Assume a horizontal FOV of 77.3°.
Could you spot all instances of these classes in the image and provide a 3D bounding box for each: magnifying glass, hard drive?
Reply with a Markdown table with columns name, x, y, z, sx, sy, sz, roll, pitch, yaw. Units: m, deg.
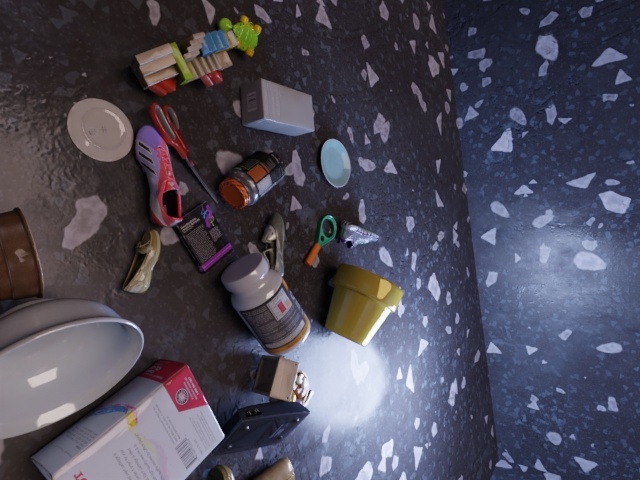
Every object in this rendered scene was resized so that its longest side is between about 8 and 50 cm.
| name | x | y | z | sx | sy | sz | roll | pitch | yaw |
| --- | --- | --- | --- | --- | --- | --- | --- | --- | --- |
| magnifying glass | 0.000 | 0.000 | 1.461 | 0.092 | 0.026 | 0.230 | 55 | 49 | -32 |
| hard drive | -0.165 | 0.519 | 1.120 | 0.255 | 0.054 | 0.172 | 19 | 117 | -47 |

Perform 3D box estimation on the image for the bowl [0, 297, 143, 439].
| name | x | y | z | sx | sy | sz | roll | pitch | yaw |
| --- | --- | --- | --- | --- | --- | --- | --- | --- | --- |
| bowl | -0.491 | 0.199 | 0.713 | 0.298 | 0.134 | 0.297 | -35 | 153 | -21 |

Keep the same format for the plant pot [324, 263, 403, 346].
| name | x | y | z | sx | sy | sz | roll | pitch | yaw |
| --- | --- | --- | --- | --- | --- | --- | --- | --- | --- |
| plant pot | 0.137 | 0.243 | 1.452 | 0.254 | 0.254 | 0.238 | 37 | 73 | -43 |

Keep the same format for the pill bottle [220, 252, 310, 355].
| name | x | y | z | sx | sy | sz | roll | pitch | yaw |
| --- | --- | --- | --- | --- | --- | --- | --- | --- | --- |
| pill bottle | -0.155 | 0.182 | 1.148 | 0.162 | 0.162 | 0.278 | -52 | 125 | -40 |

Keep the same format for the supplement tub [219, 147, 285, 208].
| name | x | y | z | sx | sy | sz | roll | pitch | yaw |
| --- | --- | --- | --- | --- | --- | --- | --- | --- | --- |
| supplement tub | -0.198 | -0.178 | 1.162 | 0.190 | 0.117 | 0.116 | -49 | 123 | -40 |

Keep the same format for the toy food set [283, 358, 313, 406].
| name | x | y | z | sx | sy | sz | roll | pitch | yaw |
| --- | --- | --- | --- | --- | --- | --- | --- | --- | --- |
| toy food set | -0.076 | 0.493 | 1.312 | 0.132 | 0.039 | 0.192 | -54 | 127 | -38 |

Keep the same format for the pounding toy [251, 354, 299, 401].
| name | x | y | z | sx | sy | sz | roll | pitch | yaw |
| --- | --- | --- | --- | --- | --- | --- | --- | --- | --- |
| pounding toy | -0.128 | 0.401 | 1.198 | 0.100 | 0.141 | 0.130 | 28 | 65 | -29 |

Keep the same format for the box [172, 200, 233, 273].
| name | x | y | z | sx | sy | sz | roll | pitch | yaw |
| --- | --- | --- | --- | --- | --- | --- | --- | --- | --- |
| box | -0.314 | -0.009 | 1.075 | 0.116 | 0.029 | 0.162 | -47 | 123 | -43 |

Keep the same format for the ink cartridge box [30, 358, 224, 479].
| name | x | y | z | sx | sy | sz | roll | pitch | yaw |
| --- | --- | --- | --- | --- | --- | --- | --- | --- | --- |
| ink cartridge box | -0.392 | 0.441 | 0.859 | 0.306 | 0.131 | 0.225 | -35 | 114 | -45 |

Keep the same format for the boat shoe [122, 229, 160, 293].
| name | x | y | z | sx | sy | sz | roll | pitch | yaw |
| --- | --- | --- | --- | --- | --- | --- | --- | --- | --- |
| boat shoe | -0.415 | 0.046 | 0.928 | 0.048 | 0.056 | 0.152 | 25 | 75 | -52 |

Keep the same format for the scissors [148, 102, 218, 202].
| name | x | y | z | sx | sy | sz | roll | pitch | yaw |
| --- | --- | --- | --- | --- | --- | --- | --- | --- | --- |
| scissors | -0.348 | -0.211 | 1.032 | 0.109 | 0.021 | 0.296 | -84 | 156 | -64 |

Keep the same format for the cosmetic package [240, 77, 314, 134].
| name | x | y | z | sx | sy | sz | roll | pitch | yaw |
| --- | --- | --- | --- | --- | --- | --- | --- | --- | --- |
| cosmetic package | -0.131 | -0.417 | 1.281 | 0.238 | 0.107 | 0.127 | -2 | 88 | -54 |

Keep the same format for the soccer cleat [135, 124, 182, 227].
| name | x | y | z | sx | sy | sz | roll | pitch | yaw |
| --- | --- | --- | --- | --- | --- | --- | --- | --- | --- |
| soccer cleat | -0.378 | -0.154 | 0.957 | 0.083 | 0.095 | 0.247 | -11 | 96 | -51 |

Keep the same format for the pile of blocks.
| name | x | y | z | sx | sy | sz | roll | pitch | yaw |
| --- | --- | --- | --- | --- | --- | --- | --- | --- | --- |
| pile of blocks | -0.308 | -0.453 | 1.028 | 0.362 | 0.149 | 0.112 | -48 | 122 | -42 |

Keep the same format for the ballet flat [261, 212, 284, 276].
| name | x | y | z | sx | sy | sz | roll | pitch | yaw |
| --- | --- | --- | --- | --- | --- | --- | --- | --- | --- |
| ballet flat | -0.150 | 0.017 | 1.241 | 0.068 | 0.072 | 0.212 | -1 | 88 | -47 |

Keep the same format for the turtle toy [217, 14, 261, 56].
| name | x | y | z | sx | sy | sz | roll | pitch | yaw |
| --- | --- | --- | --- | --- | --- | --- | --- | --- | --- |
| turtle toy | -0.242 | -0.612 | 1.187 | 0.130 | 0.066 | 0.095 | 13 | 100 | -47 |

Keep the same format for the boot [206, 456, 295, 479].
| name | x | y | z | sx | sy | sz | roll | pitch | yaw |
| --- | --- | --- | --- | --- | --- | --- | --- | --- | --- |
| boot | -0.188 | 0.687 | 1.128 | 0.270 | 0.089 | 0.235 | -6 | 102 | -51 |

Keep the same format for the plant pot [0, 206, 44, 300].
| name | x | y | z | sx | sy | sz | roll | pitch | yaw |
| --- | --- | --- | --- | --- | --- | --- | --- | --- | --- |
| plant pot | -0.577 | 0.040 | 0.660 | 0.165 | 0.167 | 0.166 | -16 | 99 | -42 |

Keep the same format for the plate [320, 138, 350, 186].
| name | x | y | z | sx | sy | sz | roll | pitch | yaw |
| --- | --- | --- | --- | --- | --- | --- | --- | --- | --- |
| plate | 0.054 | -0.299 | 1.555 | 0.188 | 0.024 | 0.187 | 8 | 80 | -50 |

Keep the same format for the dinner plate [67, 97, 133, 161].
| name | x | y | z | sx | sy | sz | roll | pitch | yaw |
| --- | --- | --- | --- | --- | --- | --- | --- | --- | --- |
| dinner plate | -0.486 | -0.248 | 0.897 | 0.141 | 0.017 | 0.141 | 6 | 83 | -49 |

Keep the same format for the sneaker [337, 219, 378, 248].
| name | x | y | z | sx | sy | sz | roll | pitch | yaw |
| --- | --- | --- | --- | --- | --- | --- | --- | --- | --- |
| sneaker | 0.145 | -0.010 | 1.618 | 0.224 | 0.083 | 0.098 | 18 | 93 | -44 |
